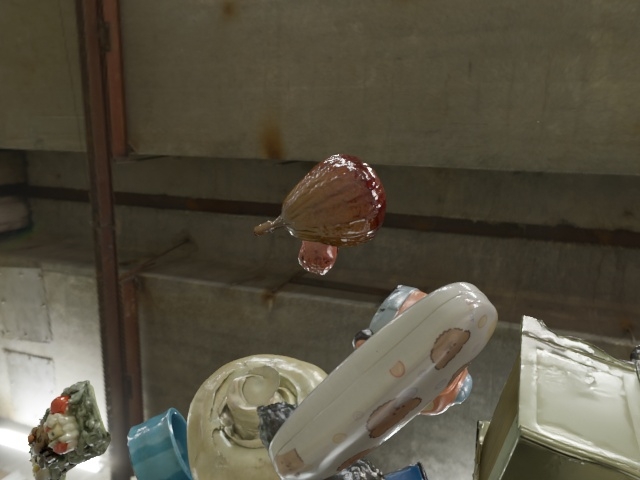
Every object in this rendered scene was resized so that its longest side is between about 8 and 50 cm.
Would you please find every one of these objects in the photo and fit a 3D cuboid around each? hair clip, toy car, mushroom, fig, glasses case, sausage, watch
[{"bbox_3d":[-0.464,0.350,0.947,0.321,0.091,0.138,-44,-115,40],"label":"hair clip"},{"bbox_3d":[0.202,0.234,1.096,0.212,0.180,0.271,17,-50,29],"label":"toy car"},{"bbox_3d":[-0.084,0.269,0.801,0.245,0.246,0.203,8,-44,20],"label":"mushroom"},{"bbox_3d":[0.004,-0.051,0.649,0.152,0.119,0.119,7,-76,10],"label":"fig"},{"bbox_3d":[0.037,0.088,0.327,0.164,0.063,0.041,-44,-130,8],"label":"glasses case"},{"bbox_3d":[0.000,0.000,1.068,0.076,0.141,0.076,8,-35,5],"label":"sausage"},{"bbox_3d":[-0.293,0.434,1.059,0.211,0.211,0.193,-34,-106,24],"label":"watch"}]

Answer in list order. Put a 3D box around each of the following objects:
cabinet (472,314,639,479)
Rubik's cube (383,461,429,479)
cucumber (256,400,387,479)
[{"bbox_3d":[0.379,0.333,0.846,0.227,0.318,0.290,16,-62,13],"label":"cabinet"},{"bbox_3d":[0.145,0.670,1.066,0.283,0.288,0.294,-24,-60,5],"label":"Rubik's cube"},{"bbox_3d":[0.023,0.221,0.479,0.300,0.072,0.072,30,-64,53],"label":"cucumber"}]
